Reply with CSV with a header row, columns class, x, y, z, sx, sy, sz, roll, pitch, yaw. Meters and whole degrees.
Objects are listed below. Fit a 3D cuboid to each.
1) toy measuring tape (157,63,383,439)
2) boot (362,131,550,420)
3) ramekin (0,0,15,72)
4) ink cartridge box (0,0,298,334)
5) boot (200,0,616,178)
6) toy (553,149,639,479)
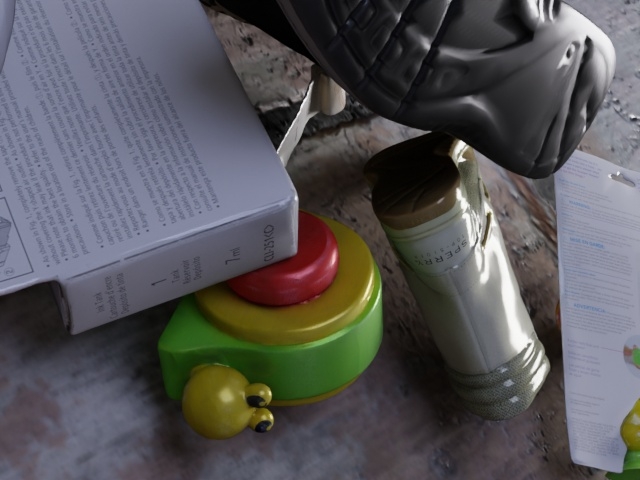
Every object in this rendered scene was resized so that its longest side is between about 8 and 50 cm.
class,x,y,z,sx,sy,sz,roll,pitch,yaw
toy measuring tape,0.000,0.000,0.935,0.121,0.121,0.330,36,44,-10
boot,0.094,0.016,1.007,0.213,0.077,0.165,-79,145,-72
ramekin,-0.296,-0.133,0.718,0.273,0.127,0.272,-1,81,5
ink cartridge box,-0.187,-0.080,0.857,0.261,0.066,0.296,-19,59,-14
boot,-0.003,-0.178,0.896,0.284,0.138,0.377,34,7,33
toy,0.211,0.060,1.080,0.137,0.056,0.237,15,60,-30
